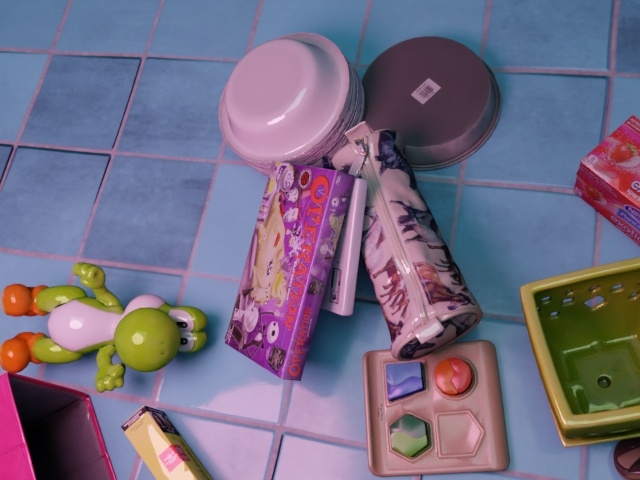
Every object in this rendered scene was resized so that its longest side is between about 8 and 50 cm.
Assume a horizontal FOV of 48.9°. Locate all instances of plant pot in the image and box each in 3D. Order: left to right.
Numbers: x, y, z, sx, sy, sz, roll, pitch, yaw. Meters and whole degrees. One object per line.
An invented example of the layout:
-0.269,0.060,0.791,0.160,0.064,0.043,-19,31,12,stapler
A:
0.434,0.181,1.046,0.228,0.207,0.227,-13,58,8,plant pot

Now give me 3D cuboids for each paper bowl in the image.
-0.068,-0.272,1.363,0.284,0.148,0.284,-10,66,24,paper bowl

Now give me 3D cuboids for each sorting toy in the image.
0.188,0.321,1.154,0.229,0.041,0.307,-7,68,11,sorting toy

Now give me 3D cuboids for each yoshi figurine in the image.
-0.389,0.158,1.245,0.362,0.203,0.203,0,45,5,yoshi figurine

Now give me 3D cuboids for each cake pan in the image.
0.204,-0.279,1.378,0.293,0.054,0.293,-5,68,12,cake pan

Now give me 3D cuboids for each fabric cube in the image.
-0.526,0.409,1.177,0.258,0.254,0.259,-28,66,1,fabric cube

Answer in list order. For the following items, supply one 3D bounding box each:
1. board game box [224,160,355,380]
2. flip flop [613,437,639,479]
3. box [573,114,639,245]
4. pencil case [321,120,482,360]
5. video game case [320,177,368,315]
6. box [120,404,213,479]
-0.059,0.042,1.209,0.208,0.056,0.346,15,91,50,board game box
0.581,0.321,1.036,0.277,0.080,0.112,-18,21,19,flip flop
0.565,-0.069,1.169,0.128,0.122,0.257,-41,66,-5,box
0.133,0.002,1.198,0.160,0.183,0.410,-29,60,18,pencil case
0.000,0.000,1.229,0.206,0.026,0.227,12,97,54,video game case
-0.244,0.392,1.207,0.058,0.087,0.232,-42,65,-5,box
